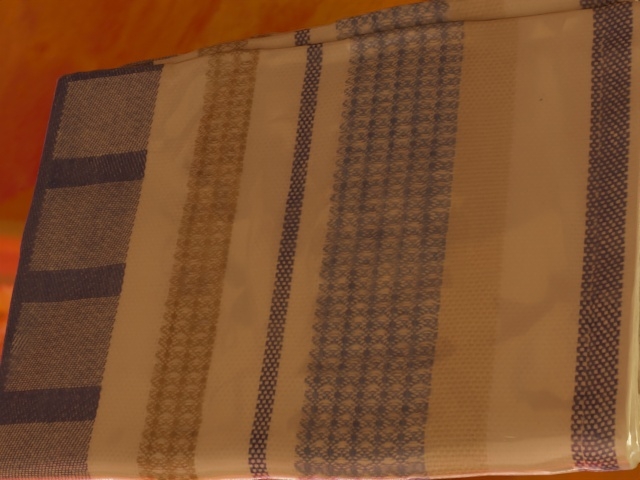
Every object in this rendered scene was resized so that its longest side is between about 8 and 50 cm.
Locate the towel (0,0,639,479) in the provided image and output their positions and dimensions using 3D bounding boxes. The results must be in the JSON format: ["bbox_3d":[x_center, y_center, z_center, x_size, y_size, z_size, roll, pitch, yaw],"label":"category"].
[{"bbox_3d":[0.000,0.000,0.652,0.285,0.209,0.034,-6,151,25],"label":"towel"}]
